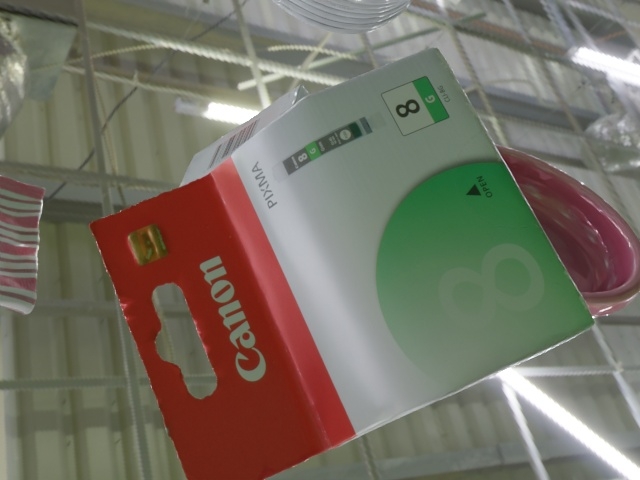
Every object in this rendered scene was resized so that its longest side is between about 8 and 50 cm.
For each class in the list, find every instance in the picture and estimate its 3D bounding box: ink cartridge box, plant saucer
[{"bbox_3d":[0.003,0.014,0.414,0.225,0.056,0.181,-23,-107,-9],"label":"ink cartridge box"},{"bbox_3d":[0.255,-0.008,0.998,0.332,0.084,0.332,14,-144,-11],"label":"plant saucer"}]

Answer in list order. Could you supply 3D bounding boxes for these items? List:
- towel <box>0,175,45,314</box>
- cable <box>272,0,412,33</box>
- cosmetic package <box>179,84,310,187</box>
[{"bbox_3d":[-0.324,-0.023,0.696,0.144,0.029,0.197,29,-159,-31],"label":"towel"},{"bbox_3d":[0.019,-0.354,0.806,0.257,0.089,0.257,46,-118,-10],"label":"cable"},{"bbox_3d":[0.000,0.000,1.096,0.385,0.217,0.156,47,-149,-24],"label":"cosmetic package"}]
